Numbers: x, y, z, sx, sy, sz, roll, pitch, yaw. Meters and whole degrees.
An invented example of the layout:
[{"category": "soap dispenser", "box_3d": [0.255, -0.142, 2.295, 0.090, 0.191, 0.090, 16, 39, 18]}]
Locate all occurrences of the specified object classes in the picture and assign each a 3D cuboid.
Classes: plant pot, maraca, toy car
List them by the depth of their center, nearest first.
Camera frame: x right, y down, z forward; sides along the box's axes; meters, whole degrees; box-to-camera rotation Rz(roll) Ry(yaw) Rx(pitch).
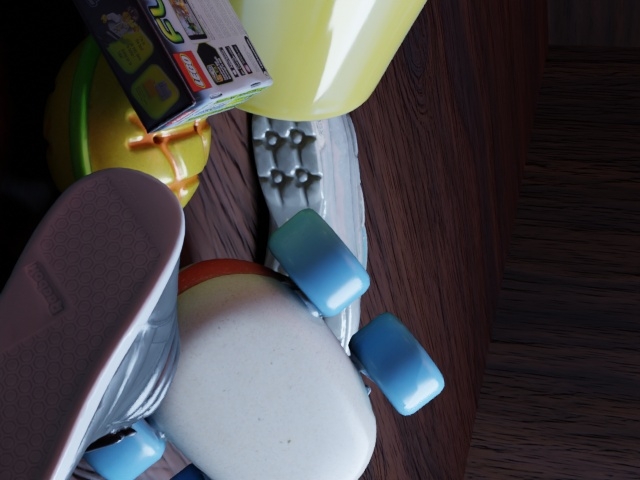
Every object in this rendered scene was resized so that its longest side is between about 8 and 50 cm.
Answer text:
[{"category": "maraca", "box_3d": [-0.119, -0.089, 0.646, 0.127, 0.099, 0.186, 46, 46, -69]}, {"category": "plant pot", "box_3d": [-0.009, -0.226, 0.721, 0.254, 0.254, 0.239, -61, 170, -51]}, {"category": "toy car", "box_3d": [-0.071, 0.078, 0.785, 0.210, 0.219, 0.238, 53, -3, -30]}]

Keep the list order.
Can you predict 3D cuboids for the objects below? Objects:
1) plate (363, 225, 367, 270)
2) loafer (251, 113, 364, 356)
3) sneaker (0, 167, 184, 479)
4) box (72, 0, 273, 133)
[{"category": "plate", "box_3d": [0.029, 0.029, 1.243, 0.188, 0.024, 0.188, 5, 90, -73]}, {"category": "loafer", "box_3d": [0.000, 0.000, 1.009, 0.111, 0.112, 0.319, -32, 125, -57]}, {"category": "sneaker", "box_3d": [-0.161, 0.112, 0.553, 0.296, 0.104, 0.147, -58, 167, -25]}, {"category": "box", "box_3d": [-0.111, -0.168, 0.586, 0.207, 0.036, 0.114, 61, 24, -3]}]
